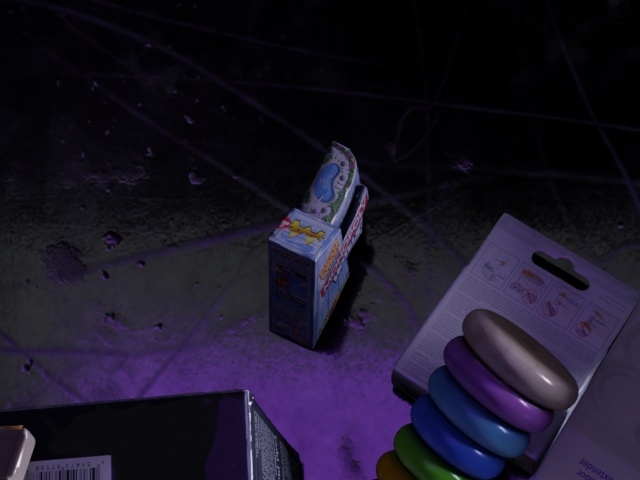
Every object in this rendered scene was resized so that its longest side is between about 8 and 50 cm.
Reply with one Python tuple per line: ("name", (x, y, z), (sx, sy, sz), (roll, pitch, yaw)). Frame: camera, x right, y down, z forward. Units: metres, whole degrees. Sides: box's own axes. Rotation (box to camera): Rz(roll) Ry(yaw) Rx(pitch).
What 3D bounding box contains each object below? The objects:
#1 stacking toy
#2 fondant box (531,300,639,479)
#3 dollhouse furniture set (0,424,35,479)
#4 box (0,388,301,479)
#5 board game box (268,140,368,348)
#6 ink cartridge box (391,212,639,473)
("stacking toy", (0.114, 0.234, 1.506), (0.141, 0.141, 0.330), (42, 102, 16))
("fondant box", (0.388, 0.187, 1.453), (0.238, 0.096, 0.330), (32, 116, 14))
("dollhouse furniture set", (-0.300, 0.239, 1.286), (0.076, 0.058, 0.151), (0, 53, 16))
("box", (-0.204, 0.279, 1.437), (0.343, 0.312, 0.178), (-6, 71, 7))
("board game box", (0.000, 0.000, 1.590), (0.060, 0.194, 0.194), (23, 75, 12))
("ink cartridge box", (0.219, 0.113, 1.614), (0.189, 0.066, 0.232), (32, 68, 14))
